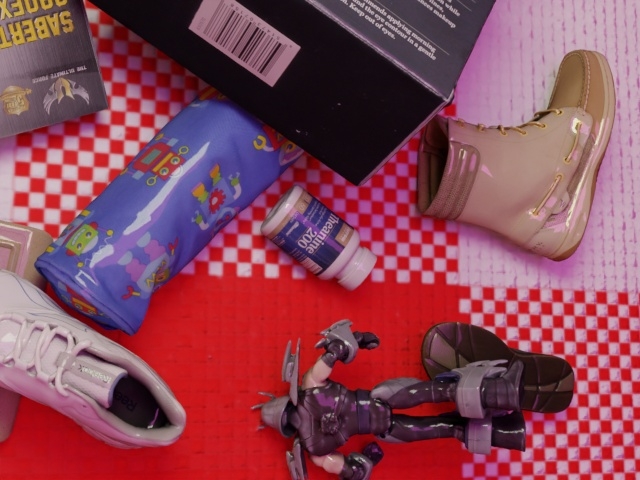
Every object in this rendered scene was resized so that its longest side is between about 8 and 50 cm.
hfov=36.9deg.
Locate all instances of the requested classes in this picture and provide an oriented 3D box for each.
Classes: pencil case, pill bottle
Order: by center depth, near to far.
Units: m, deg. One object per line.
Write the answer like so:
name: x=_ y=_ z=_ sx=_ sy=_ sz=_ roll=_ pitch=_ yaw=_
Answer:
pencil case: x=-0.142 y=-0.040 z=0.970 sx=0.119 sy=0.133 sz=0.306 roll=28 pitch=67 yaw=34
pill bottle: x=0.000 y=0.000 z=1.038 sx=0.120 sy=0.067 sz=0.067 roll=38 pitch=72 yaw=-10

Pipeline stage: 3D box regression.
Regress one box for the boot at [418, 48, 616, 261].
boot: x=0.225 y=-0.126 z=1.121 sx=0.203 sy=0.095 sz=0.262 roll=17 pitch=82 yaw=-15

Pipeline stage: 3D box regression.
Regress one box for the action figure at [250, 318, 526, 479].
action figure: x=0.067 y=0.178 z=0.997 sx=0.285 sy=0.099 sz=0.185 roll=-2 pitch=113 yaw=8

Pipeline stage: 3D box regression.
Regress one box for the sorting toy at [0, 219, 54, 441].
sorting toy: x=-0.396 y=0.117 z=0.905 sx=0.229 sy=0.041 sz=0.307 roll=14 pitch=78 yaw=-21

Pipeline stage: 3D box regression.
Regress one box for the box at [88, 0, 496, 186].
box: x=-0.003 y=-0.288 z=0.936 sx=0.343 sy=0.179 sz=0.312 roll=35 pitch=57 yaw=-9

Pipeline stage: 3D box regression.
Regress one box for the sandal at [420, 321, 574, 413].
sandal: x=0.197 y=0.147 z=1.094 sx=0.219 sy=0.060 sz=0.090 roll=13 pitch=85 yaw=-30

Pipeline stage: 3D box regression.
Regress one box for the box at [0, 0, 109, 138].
box: x=-0.338 y=-0.186 z=0.916 sx=0.231 sy=0.056 sz=0.183 roll=-19 pitch=115 yaw=-21

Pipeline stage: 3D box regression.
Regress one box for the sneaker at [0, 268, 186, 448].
sneaker: x=-0.244 y=0.104 z=0.884 sx=0.297 sy=0.129 sz=0.111 roll=31 pitch=72 yaw=-25
